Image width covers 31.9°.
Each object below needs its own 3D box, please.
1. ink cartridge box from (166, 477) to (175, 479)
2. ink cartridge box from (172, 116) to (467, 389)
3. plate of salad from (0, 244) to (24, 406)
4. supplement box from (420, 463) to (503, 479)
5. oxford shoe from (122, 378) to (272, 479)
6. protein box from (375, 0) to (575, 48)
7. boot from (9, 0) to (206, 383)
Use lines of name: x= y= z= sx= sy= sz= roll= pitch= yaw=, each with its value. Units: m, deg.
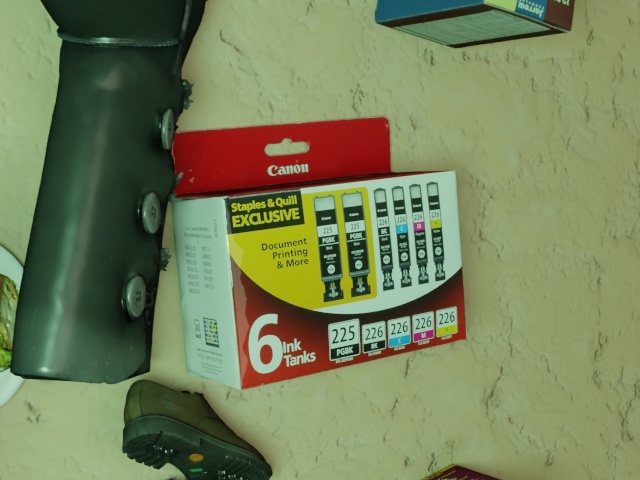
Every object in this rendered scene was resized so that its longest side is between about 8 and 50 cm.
ink cartridge box: x=-0.220 y=0.396 z=1.181 sx=0.223 sy=0.045 sz=0.224 roll=-18 pitch=105 yaw=-31
ink cartridge box: x=0.000 y=0.000 z=1.256 sx=0.309 sy=0.130 sz=0.272 roll=-9 pitch=97 yaw=-33
plate of salad: x=-0.360 y=0.087 z=1.067 sx=0.200 sy=0.048 sz=0.200 roll=-3 pitch=96 yaw=-34
supplement box: x=0.205 y=0.355 z=1.380 sx=0.081 sy=0.188 sz=0.104 roll=-19 pitch=104 yaw=-32
oxford shoe: x=-0.126 y=0.209 z=1.211 sx=0.227 sy=0.083 sz=0.096 roll=44 pitch=25 yaw=-47
protein box: x=0.188 y=-0.346 z=1.316 sx=0.136 sy=0.201 sz=0.200 roll=9 pitch=88 yaw=-34
boot: x=-0.224 y=-0.091 z=1.009 sx=0.367 sy=0.146 sz=0.445 roll=20 pitch=82 yaw=-69
